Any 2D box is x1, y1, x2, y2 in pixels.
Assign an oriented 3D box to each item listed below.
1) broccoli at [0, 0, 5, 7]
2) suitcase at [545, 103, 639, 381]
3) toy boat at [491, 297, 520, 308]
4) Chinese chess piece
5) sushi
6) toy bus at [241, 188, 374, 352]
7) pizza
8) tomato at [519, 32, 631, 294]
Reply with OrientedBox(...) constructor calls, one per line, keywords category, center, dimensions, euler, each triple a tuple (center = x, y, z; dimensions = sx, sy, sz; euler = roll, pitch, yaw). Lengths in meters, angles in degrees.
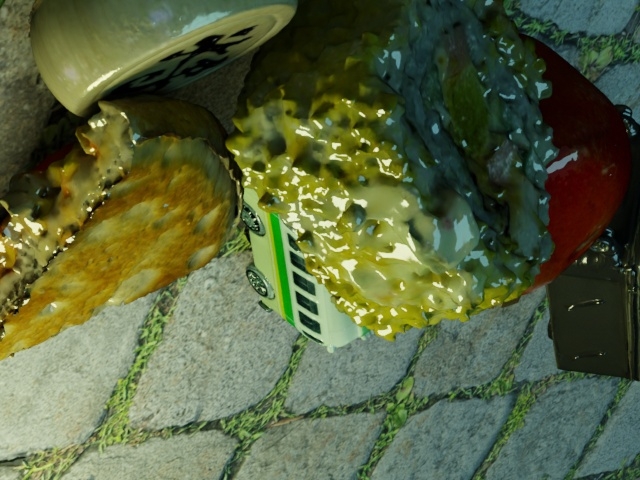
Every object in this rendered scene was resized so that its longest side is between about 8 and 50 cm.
OrientedBox(category="broccoli", center=(-0.229, -0.317, 1.487), dimensions=(0.304, 0.165, 0.145), euler=(-48, 159, 20))
OrientedBox(category="suitcase", center=(0.432, 0.012, 2.573), dimensions=(0.434, 0.194, 0.283), euler=(75, 26, -57))
OrientedBox(category="toy boat", center=(0.283, 0.031, 2.573), dimensions=(0.057, 0.077, 0.200), euler=(-14, 135, -43))
OrientedBox(category="Chinese chess piece", center=(-0.147, -0.212, 1.616), dimensions=(0.257, 0.104, 0.257), euler=(-25, 176, -2))
OrientedBox(category="sushi", center=(0.086, -0.098, 1.820), dimensions=(0.396, 0.240, 0.351), euler=(51, 42, -36))
OrientedBox(category="toy bus", center=(0.000, 0.000, 2.086), dimensions=(0.134, 0.165, 0.276), euler=(-38, 148, -22))
OrientedBox(category="pizza", center=(-0.266, -0.001, 1.770), dimensions=(0.406, 0.130, 0.440), euler=(-36, 165, 0))
OrientedBox(category="tomato", center=(0.222, -0.097, 2.163), dimensions=(0.325, 0.293, 0.290), euler=(-29, 157, -16))
